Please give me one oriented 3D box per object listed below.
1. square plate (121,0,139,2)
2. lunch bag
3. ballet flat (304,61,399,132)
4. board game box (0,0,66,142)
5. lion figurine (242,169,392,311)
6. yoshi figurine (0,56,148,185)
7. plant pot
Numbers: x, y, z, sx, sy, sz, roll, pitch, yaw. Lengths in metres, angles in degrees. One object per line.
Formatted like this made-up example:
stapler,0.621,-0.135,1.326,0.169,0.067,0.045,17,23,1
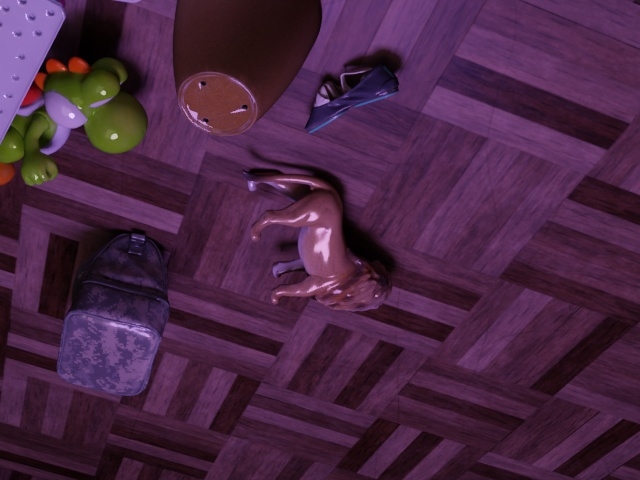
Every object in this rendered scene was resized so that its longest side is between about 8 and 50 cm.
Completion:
square plate,-0.283,-0.458,1.138,0.347,0.049,0.344,-28,168,34
lunch bag,-0.444,0.162,1.830,0.213,0.256,0.305,16,137,-8
ballet flat,0.043,-0.251,1.424,0.203,0.074,0.074,-20,130,38
board game box,-0.641,-0.315,1.271,0.390,0.050,0.390,26,129,-23
lion figurine,0.000,0.000,1.652,0.240,0.142,0.392,-9,131,10
yoshi figurine,-0.450,-0.195,1.484,0.362,0.203,0.203,-19,164,35
plant pot,-0.130,-0.285,1.275,0.237,0.254,0.237,5,139,5
